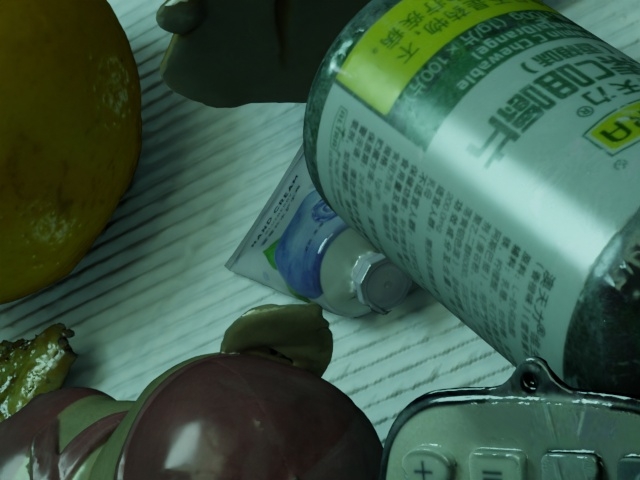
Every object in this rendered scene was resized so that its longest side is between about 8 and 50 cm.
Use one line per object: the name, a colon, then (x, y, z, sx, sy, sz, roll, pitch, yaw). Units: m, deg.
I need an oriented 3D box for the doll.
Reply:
doll: (-0.063, 0.139, 0.924, 0.256, 0.152, 0.196, -14, 90, 51)

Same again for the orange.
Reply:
orange: (-0.203, -0.068, 1.121, 0.219, 0.193, 0.219, -31, 36, 26)

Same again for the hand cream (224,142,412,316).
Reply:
hand cream: (0.000, 0.000, 1.021, 0.084, 0.053, 0.142, -57, 36, 1)

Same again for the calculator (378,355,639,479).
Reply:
calculator: (0.094, 0.179, 0.781, 0.177, 0.040, 0.268, 0, 98, 38)

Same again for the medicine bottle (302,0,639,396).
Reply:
medicine bottle: (0.123, -0.003, 0.853, 0.141, 0.141, 0.293, -52, 46, 4)

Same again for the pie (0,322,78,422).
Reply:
pie: (-0.189, 0.120, 1.118, 0.092, 0.034, 0.170, 23, 89, 42)

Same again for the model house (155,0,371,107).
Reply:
model house: (0.013, -0.214, 1.049, 0.199, 0.220, 0.229, 110, 161, -51)
